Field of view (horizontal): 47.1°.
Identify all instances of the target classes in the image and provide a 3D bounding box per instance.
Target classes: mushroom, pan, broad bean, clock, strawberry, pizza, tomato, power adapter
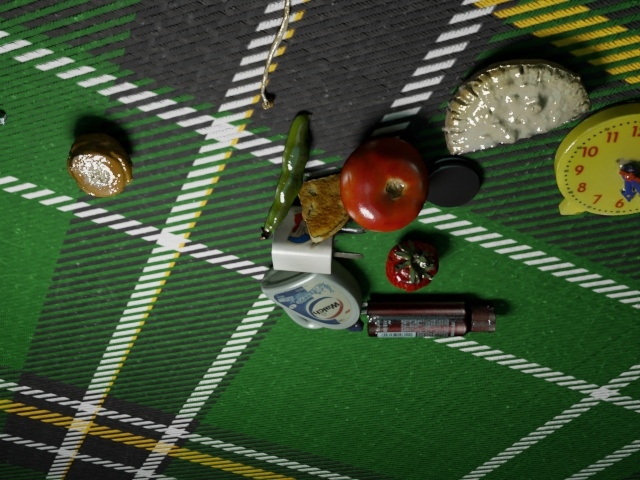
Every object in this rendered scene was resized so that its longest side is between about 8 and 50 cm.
[{"bbox_3d":[-0.082,-0.358,1.361,0.028,0.026,0.286,-1,138,-16],"label":"mushroom"},{"bbox_3d":[0.247,-0.097,1.602,0.136,0.028,0.235,32,131,-25],"label":"pan"},{"bbox_3d":[-0.064,-0.130,1.541,0.060,0.043,0.298,6,116,-25],"label":"broad bean"},{"bbox_3d":[0.618,-0.146,1.479,0.277,0.071,0.294,-6,136,12],"label":"clock"},{"bbox_3d":[0.214,0.057,1.726,0.131,0.148,0.131,0,96,-1],"label":"strawberry"},{"bbox_3d":[0.011,-0.086,1.582,0.134,0.175,0.046,39,174,15],"label":"pizza"},{"bbox_3d":[0.129,-0.115,1.498,0.195,0.136,0.195,-4,106,-15],"label":"tomato"},{"bbox_3d":[0.000,0.000,1.648,0.204,0.130,0.125,3,155,2],"label":"power adapter"}]

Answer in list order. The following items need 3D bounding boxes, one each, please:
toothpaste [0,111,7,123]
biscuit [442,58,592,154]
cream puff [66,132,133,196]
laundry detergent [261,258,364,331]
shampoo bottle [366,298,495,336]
[{"bbox_3d":[-0.699,-0.260,1.530,0.083,0.020,0.017,7,134,-2],"label":"toothpaste"},{"bbox_3d":[0.347,-0.256,1.379,0.281,0.084,0.179,-19,133,26],"label":"biscuit"},{"bbox_3d":[-0.464,-0.165,1.549,0.126,0.103,0.144,-27,130,13],"label":"cream puff"},{"bbox_3d":[0.004,0.153,1.847,0.214,0.105,0.280,-22,133,26],"label":"laundry detergent"},{"bbox_3d":[0.282,0.199,1.884,0.322,0.084,0.129,-2,139,7],"label":"shampoo bottle"}]
